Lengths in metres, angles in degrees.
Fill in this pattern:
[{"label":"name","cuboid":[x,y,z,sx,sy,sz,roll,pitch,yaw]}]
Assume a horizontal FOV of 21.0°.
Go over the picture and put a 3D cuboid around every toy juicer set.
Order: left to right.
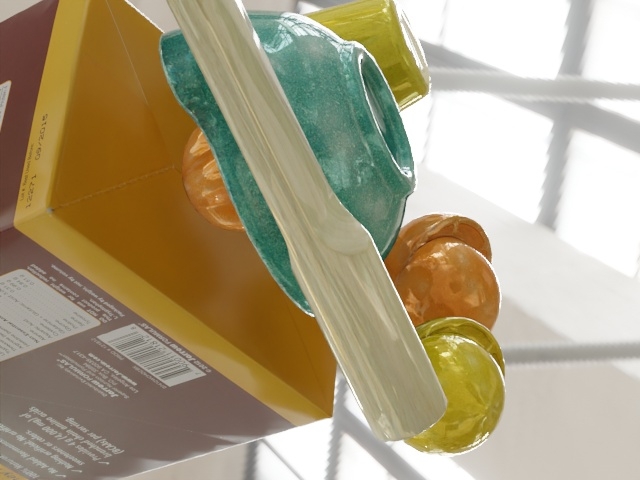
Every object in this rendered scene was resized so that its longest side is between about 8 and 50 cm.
[{"label":"toy juicer set","cuboid":[0.000,0.000,0.696,0.089,0.329,0.209,-21,-89,13]}]

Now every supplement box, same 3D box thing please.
[{"label":"supplement box","cuboid":[-0.121,0.012,0.810,0.194,0.129,0.191,-20,-42,32]}]
